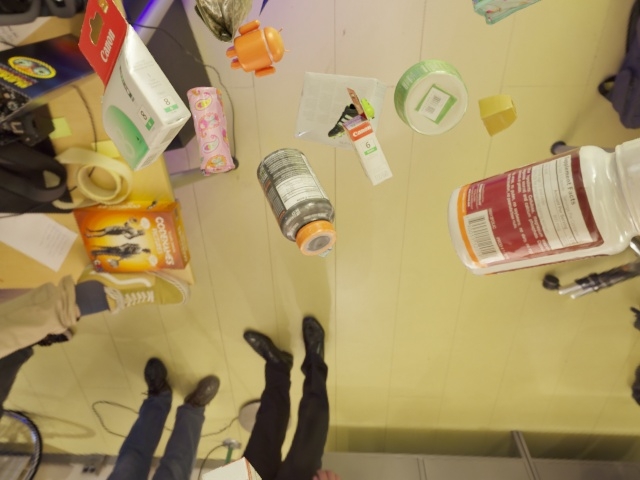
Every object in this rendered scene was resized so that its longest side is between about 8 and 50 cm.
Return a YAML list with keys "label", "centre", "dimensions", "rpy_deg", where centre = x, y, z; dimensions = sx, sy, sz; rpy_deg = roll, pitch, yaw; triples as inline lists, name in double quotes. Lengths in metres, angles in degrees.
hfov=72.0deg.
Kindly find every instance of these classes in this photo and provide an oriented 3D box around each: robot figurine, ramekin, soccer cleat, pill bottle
- label: "robot figurine"
  centre: [-0.225, -0.683, 1.584]
  dimensions: [0.220, 0.128, 0.157]
  rpy_deg: [-17, 87, 6]
- label: "ramekin"
  centre: [0.473, -0.594, 1.867]
  dimensions: [0.304, 0.148, 0.303]
  rpy_deg: [0, 123, 0]
- label: "soccer cleat"
  centre: [0.084, -0.365, 1.324]
  dimensions: [0.179, 0.060, 0.072]
  rpy_deg: [-20, 104, 43]
- label: "pill bottle"
  centre: [0.492, -0.064, 0.921]
  dimensions: [0.393, 0.224, 0.224]
  rpy_deg: [-16, 123, 41]
- label: "pill bottle"
  centre: [-0.049, -0.085, 1.005]
  dimensions: [0.131, 0.245, 0.130]
  rpy_deg: [-19, 149, -12]

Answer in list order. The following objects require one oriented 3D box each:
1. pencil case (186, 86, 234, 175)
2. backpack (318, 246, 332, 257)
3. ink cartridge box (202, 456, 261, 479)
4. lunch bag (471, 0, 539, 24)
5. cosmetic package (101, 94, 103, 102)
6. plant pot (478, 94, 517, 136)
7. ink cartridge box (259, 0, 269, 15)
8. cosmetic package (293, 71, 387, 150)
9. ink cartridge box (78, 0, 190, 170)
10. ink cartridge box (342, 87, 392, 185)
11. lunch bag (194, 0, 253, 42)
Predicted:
- label: "pencil case"
  centre: [-0.370, -0.366, 1.483]
  dimensions: [0.124, 0.124, 0.283]
  rpy_deg: [-7, 97, 7]
- label: "backpack"
  centre: [0.000, 0.000, 1.691]
  dimensions: [0.105, 0.114, 0.084]
  rpy_deg: [26, 121, -24]
- label: "ink cartridge box"
  centre: [-0.191, 0.555, 0.987]
  dimensions: [0.099, 0.056, 0.135]
  rpy_deg: [-21, 132, -7]
- label: "lunch bag"
  centre: [0.406, -0.579, 0.827]
  dimensions: [0.263, 0.160, 0.223]
  rpy_deg: [-16, 90, 35]
- label: "cosmetic package"
  centre: [-0.726, -0.547, 1.742]
  dimensions: [0.238, 0.127, 0.107]
  rpy_deg: [-24, 125, -14]
- label: "plant pot"
  centre: [0.499, -0.357, 1.231]
  dimensions: [0.083, 0.081, 0.081]
  rpy_deg: [-18, 141, 32]
- label: "ink cartridge box"
  centre: [-0.107, -0.634, 0.991]
  dimensions: [0.045, 0.206, 0.208]
  rpy_deg: [18, 99, -20]
- label: "cosmetic package"
  centre: [0.071, -0.538, 1.849]
  dimensions: [0.378, 0.098, 0.284]
  rpy_deg: [22, 105, 37]
- label: "ink cartridge box"
  centre: [-0.307, -0.237, 0.666]
  dimensions: [0.181, 0.056, 0.224]
  rpy_deg: [-22, 106, 52]
- label: "ink cartridge box"
  centre: [0.050, -0.130, 0.550]
  dimensions: [0.029, 0.063, 0.115]
  rpy_deg: [-27, 112, 6]
- label: "lunch bag"
  centre: [-0.330, -0.850, 1.495]
  dimensions: [0.169, 0.235, 0.286]
  rpy_deg: [4, 138, 7]
